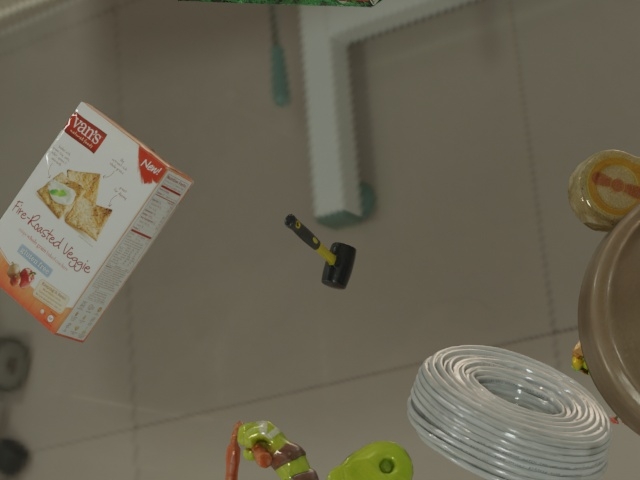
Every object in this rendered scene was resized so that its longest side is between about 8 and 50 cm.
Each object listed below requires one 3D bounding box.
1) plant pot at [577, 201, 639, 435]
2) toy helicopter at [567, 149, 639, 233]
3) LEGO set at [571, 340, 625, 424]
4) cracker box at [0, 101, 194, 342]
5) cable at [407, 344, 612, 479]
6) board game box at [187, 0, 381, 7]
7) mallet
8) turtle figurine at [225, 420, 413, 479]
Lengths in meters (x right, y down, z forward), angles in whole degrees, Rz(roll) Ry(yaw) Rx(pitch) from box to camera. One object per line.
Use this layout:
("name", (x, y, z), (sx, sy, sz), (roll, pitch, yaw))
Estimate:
("plant pot", (0.369, 0.047, 1.294), (0.263, 0.229, 0.263), (1, 75, -5))
("toy helicopter", (0.424, -0.063, 1.591), (0.355, 0.140, 0.235), (-13, 84, -14))
("LEGO set", (0.389, 0.210, 1.655), (0.287, 0.132, 0.107), (26, 88, -8))
("cracker box", (-0.275, -0.022, 1.792), (0.156, 0.067, 0.232), (36, 93, 28))
("cable", (0.236, 0.218, 1.900), (0.257, 0.257, 0.089), (37, 114, 48))
("board game box", (-0.060, -0.266, 1.327), (0.260, 0.136, 0.030), (10, 45, 46))
("mallet", (0.000, 0.000, 2.071), (0.039, 0.189, 0.062), (8, 65, 27))
("turtle figurine", (0.025, 0.217, 0.972), (0.217, 0.087, 0.269), (129, 125, -61))
